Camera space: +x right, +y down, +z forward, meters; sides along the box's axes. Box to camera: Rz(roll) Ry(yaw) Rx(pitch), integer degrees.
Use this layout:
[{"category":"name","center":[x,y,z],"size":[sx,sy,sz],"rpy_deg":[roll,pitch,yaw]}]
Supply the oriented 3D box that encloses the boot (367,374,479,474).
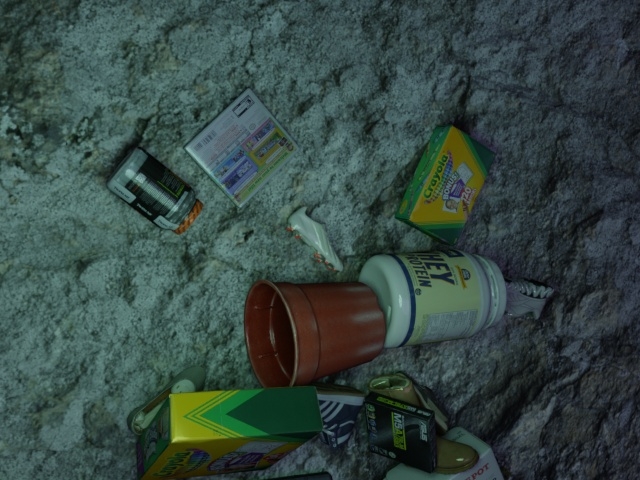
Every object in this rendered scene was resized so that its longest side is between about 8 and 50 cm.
[{"category":"boot","center":[0.268,0.484,1.672],"size":[0.089,0.236,0.269],"rpy_deg":[-47,120,-54]}]

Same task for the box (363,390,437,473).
[{"category":"box","center":[0.208,0.497,1.640],"size":[0.045,0.184,0.190],"rpy_deg":[-39,132,-45]}]

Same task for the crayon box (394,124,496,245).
[{"category":"crayon box","center":[0.333,-0.146,1.687],"size":[0.165,0.081,0.278],"rpy_deg":[26,86,-23]}]

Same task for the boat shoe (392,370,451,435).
[{"category":"boat shoe","center":[0.278,0.438,1.745],"size":[0.223,0.080,0.073],"rpy_deg":[50,48,-8]}]

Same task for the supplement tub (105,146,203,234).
[{"category":"supplement tub","center":[-0.359,-0.104,1.383],"size":[0.190,0.117,0.117],"rpy_deg":[41,81,-21]}]

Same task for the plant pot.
[{"category":"plant pot","center":[-0.006,0.213,1.505],"size":[0.265,0.272,0.272],"rpy_deg":[-5,99,-30]}]

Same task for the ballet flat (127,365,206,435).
[{"category":"ballet flat","center":[-0.350,0.377,1.472],"size":[0.213,0.068,0.072],"rpy_deg":[-36,109,-15]}]

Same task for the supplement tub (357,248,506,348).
[{"category":"supplement tub","center":[0.282,0.143,1.618],"size":[0.325,0.235,0.235],"rpy_deg":[-3,98,-23]}]

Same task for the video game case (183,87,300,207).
[{"category":"video game case","center":[-0.182,-0.217,1.494],"size":[0.212,0.023,0.193],"rpy_deg":[-46,111,-12]}]

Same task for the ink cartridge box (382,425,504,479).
[{"category":"ink cartridge box","center":[0.388,0.776,1.777],"size":[0.285,0.166,0.395],"rpy_deg":[-29,106,-17]}]

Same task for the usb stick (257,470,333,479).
[{"category":"usb stick","center":[-0.098,0.644,1.622],"size":[0.278,0.045,0.077],"rpy_deg":[2,97,-23]}]

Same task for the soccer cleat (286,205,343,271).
[{"category":"soccer cleat","center":[0.000,0.000,1.576],"size":[0.196,0.068,0.076],"rpy_deg":[46,76,-18]}]

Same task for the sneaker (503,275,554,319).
[{"category":"sneaker","center":[0.533,0.160,1.802],"size":[0.292,0.110,0.118],"rpy_deg":[11,101,-23]}]

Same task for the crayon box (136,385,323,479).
[{"category":"crayon box","center":[-0.212,0.429,1.380],"size":[0.313,0.363,0.106],"rpy_deg":[2,58,-26]}]

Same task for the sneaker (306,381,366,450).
[{"category":"sneaker","center":[-0.013,0.437,1.586],"size":[0.282,0.099,0.153],"rpy_deg":[18,90,-38]}]
